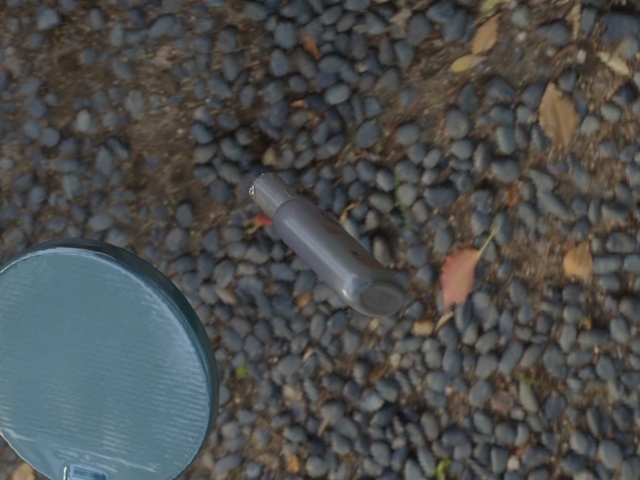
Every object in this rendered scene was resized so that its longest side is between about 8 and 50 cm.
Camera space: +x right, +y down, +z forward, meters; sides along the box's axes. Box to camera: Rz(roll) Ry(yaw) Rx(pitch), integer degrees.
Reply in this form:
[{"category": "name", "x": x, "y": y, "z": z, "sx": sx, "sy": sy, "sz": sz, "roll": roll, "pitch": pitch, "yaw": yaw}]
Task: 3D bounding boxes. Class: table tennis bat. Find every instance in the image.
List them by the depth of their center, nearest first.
[{"category": "table tennis bat", "x": -0.191, "y": 0.147, "z": 0.984, "sx": 0.215, "sy": 0.044, "sz": 0.329, "roll": 12, "pitch": 118, "yaw": 9}]

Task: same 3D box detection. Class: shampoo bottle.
[{"category": "shampoo bottle", "x": 0.000, "y": 0.000, "z": 0.984, "sx": 0.040, "sy": 0.080, "sz": 0.165, "roll": -53, "pitch": 55, "yaw": 12}]
